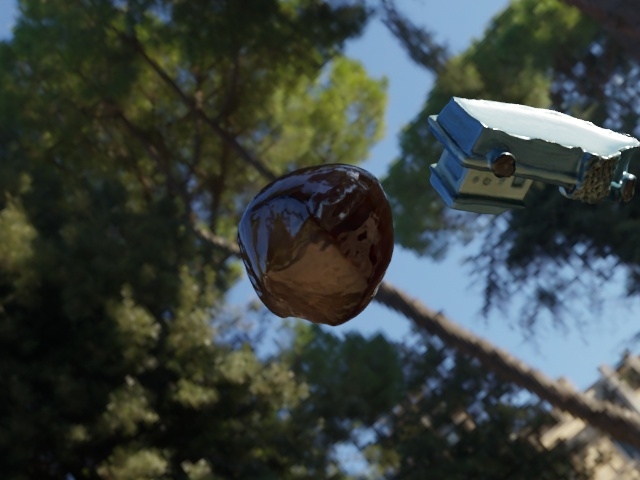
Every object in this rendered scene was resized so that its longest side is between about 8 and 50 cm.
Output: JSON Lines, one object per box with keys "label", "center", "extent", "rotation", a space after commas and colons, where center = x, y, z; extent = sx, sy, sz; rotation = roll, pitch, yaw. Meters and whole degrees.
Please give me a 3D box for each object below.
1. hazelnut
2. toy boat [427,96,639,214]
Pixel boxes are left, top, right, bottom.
{"label": "hazelnut", "center": [0.000, 0.000, 0.666], "extent": [0.086, 0.086, 0.086], "rotation": [-31, -27, -18]}
{"label": "toy boat", "center": [0.204, -0.066, 1.286], "extent": [0.237, 0.109, 0.098], "rotation": [6, -58, -31]}
